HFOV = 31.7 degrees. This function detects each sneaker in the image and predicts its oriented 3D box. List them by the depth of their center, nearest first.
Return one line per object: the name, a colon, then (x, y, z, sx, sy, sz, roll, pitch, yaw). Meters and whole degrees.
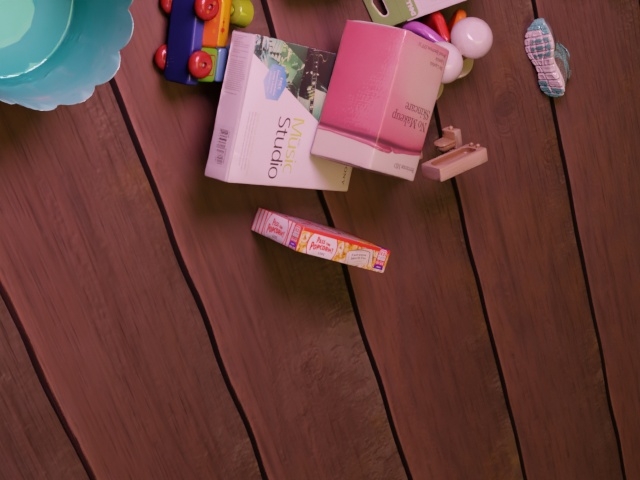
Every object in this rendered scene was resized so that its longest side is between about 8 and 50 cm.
sneaker: (0.450, -0.366, 2.199, 0.076, 0.065, 0.166, -48, 131, -34)

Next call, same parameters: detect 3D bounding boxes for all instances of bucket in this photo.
bucket: (-0.406, -0.324, 1.517, 0.281, 0.183, 0.281, -12, 111, -33)

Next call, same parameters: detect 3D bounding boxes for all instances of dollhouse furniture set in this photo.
dollhouse furniture set: (0.188, -0.189, 2.001, 0.144, 0.151, 0.123, -25, 117, -30)

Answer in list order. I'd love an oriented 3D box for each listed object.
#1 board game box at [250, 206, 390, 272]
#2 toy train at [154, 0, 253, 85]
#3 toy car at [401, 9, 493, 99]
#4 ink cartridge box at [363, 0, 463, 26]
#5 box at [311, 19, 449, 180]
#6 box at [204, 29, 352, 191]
board game box: (0.000, 0.000, 1.928, 0.193, 0.147, 0.045, 15, 96, -38)
toy train: (-0.162, -0.364, 1.736, 0.143, 0.105, 0.248, -4, 107, -45)
toy car: (0.204, -0.339, 1.986, 0.182, 0.159, 0.136, -40, 89, -18)
ink cartridge box: (0.176, -0.451, 1.937, 0.209, 0.062, 0.109, -17, 123, 17)
box: (0.099, -0.229, 1.859, 0.148, 0.127, 0.232, 9, 97, -54)
box: (-0.043, -0.202, 1.838, 0.322, 0.058, 0.232, 0, 105, -54)
